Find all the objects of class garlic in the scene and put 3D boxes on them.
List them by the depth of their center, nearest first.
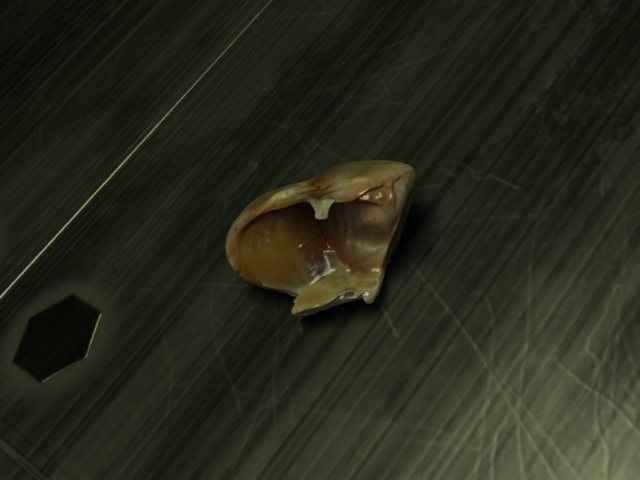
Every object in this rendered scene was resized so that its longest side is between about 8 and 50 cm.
[{"bbox_3d":[-0.002,-0.013,0.802,0.174,0.099,0.124,-12,35,19],"label":"garlic"}]
